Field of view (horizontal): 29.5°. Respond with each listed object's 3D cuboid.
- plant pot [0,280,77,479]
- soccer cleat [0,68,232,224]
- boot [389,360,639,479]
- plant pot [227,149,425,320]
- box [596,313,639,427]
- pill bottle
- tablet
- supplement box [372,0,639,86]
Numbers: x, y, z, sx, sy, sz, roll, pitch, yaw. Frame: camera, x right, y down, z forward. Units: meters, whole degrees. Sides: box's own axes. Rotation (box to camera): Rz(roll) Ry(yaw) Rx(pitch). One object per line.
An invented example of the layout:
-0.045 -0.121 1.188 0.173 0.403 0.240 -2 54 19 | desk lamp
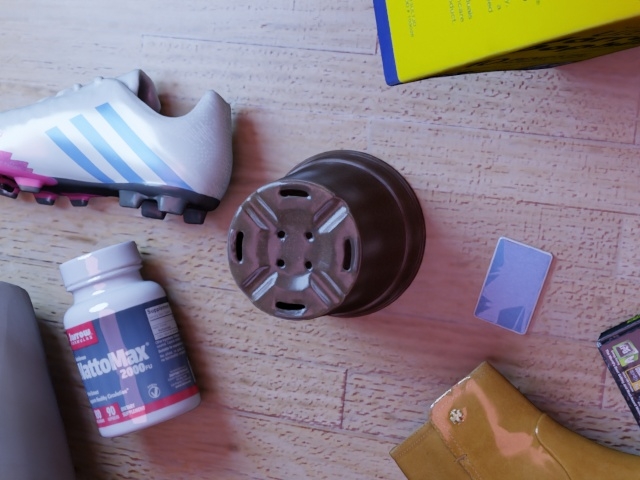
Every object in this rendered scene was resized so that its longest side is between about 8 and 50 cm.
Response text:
-0.391 0.189 1.215 0.323 0.323 0.280 -7 77 18 | plant pot
-0.240 -0.107 1.229 0.331 0.116 0.143 9 82 14 | soccer cleat
0.211 0.192 1.079 0.295 0.104 0.211 -38 81 26 | boot
0.000 0.000 1.125 0.167 0.165 0.167 1 95 17 | plant pot
0.372 0.131 1.086 0.184 0.045 0.191 -27 88 20 | box
-0.198 0.098 1.225 0.108 0.108 0.180 -20 89 18 | pill bottle
0.183 0.043 1.155 0.054 0.006 0.083 20 102 14 | tablet
0.207 -0.245 0.926 0.356 0.194 0.195 -5 94 60 | supplement box
